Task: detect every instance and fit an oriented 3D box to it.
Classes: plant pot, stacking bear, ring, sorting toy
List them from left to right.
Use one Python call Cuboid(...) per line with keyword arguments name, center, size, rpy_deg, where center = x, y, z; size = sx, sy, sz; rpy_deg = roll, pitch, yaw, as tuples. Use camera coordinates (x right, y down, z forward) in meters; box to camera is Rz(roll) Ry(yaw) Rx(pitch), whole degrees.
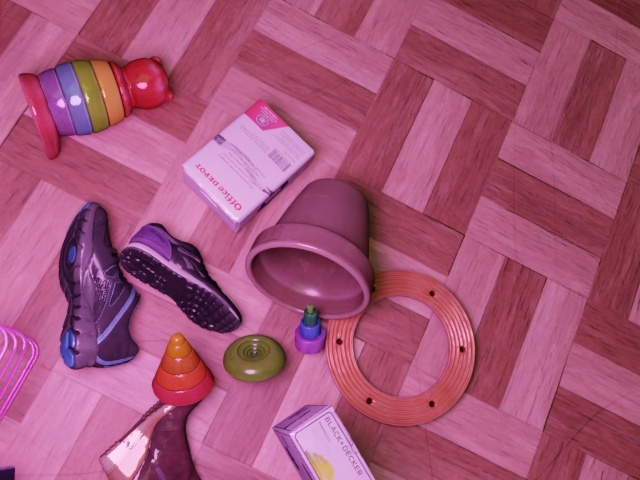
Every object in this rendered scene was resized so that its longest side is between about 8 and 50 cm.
Cuboid(name="stacking bear", center=(-0.462, -0.308, 1.359), size=(0.289, 0.164, 0.175), rpy_deg=(-20, 81, -19))
Cuboid(name="sorting toy", center=(-0.156, 0.200, 1.272), size=(0.365, 0.126, 0.127), rpy_deg=(-14, 35, -22))
Cuboid(name="plant pot", center=(0.000, 0.000, 1.336), size=(0.263, 0.263, 0.229), rpy_deg=(21, 56, -5))
Cuboid(name="ring", center=(0.174, 0.230, 1.403), size=(0.336, 0.032, 0.337), rpy_deg=(3, 76, -11))

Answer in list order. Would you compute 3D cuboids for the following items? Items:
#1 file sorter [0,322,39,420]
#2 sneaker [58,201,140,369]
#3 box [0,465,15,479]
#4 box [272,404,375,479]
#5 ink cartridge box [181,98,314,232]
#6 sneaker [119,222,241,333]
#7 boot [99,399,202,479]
Cuboid(name="file sorter", center=(-0.632, 0.222, 1.123), size=(0.182, 0.290, 0.202), rpy_deg=(26, 73, -6))
Cuboid(name="sneaker", center=(-0.443, 0.090, 1.297), size=(0.139, 0.125, 0.341), rpy_deg=(8, 69, -38))
Cuboid(name="box", center=(-0.684, 0.554, 1.028), size=(0.312, 0.179, 0.343), rpy_deg=(-9, 76, 14))
Cuboid(name="box", center=(0.000, 0.398, 1.194), size=(0.087, 0.290, 0.169), rpy_deg=(-29, 84, -16))
Cuboid(name="ink cartridge box", center=(-0.158, -0.161, 1.402), size=(0.172, 0.100, 0.237), rpy_deg=(45, 72, 2))
Cuboid(name="sneaker", center=(-0.261, 0.068, 1.325), size=(0.283, 0.107, 0.124), rpy_deg=(42, 39, -15))
Cuboid(name="boot", center=(-0.278, 0.422, 1.259), size=(0.248, 0.090, 0.207), rpy_deg=(-41, 99, -19))
